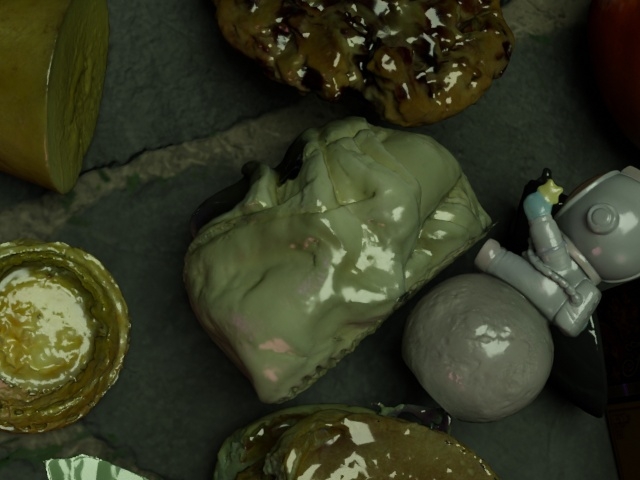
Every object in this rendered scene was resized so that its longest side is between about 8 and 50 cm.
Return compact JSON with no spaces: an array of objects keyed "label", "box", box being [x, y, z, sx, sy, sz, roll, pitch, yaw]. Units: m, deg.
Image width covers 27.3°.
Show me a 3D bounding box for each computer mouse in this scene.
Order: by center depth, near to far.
[{"label":"computer mouse","box":[0.236,0.056,1.367,0.088,0.147,0.264,-7,82,0]}]

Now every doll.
[{"label":"doll","box":[0.210,0.045,1.236,0.287,0.151,0.151,-43,95,6]}]

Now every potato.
[{"label":"potato","box":[-0.293,-0.157,1.222,0.158,0.178,0.203,11,90,5]}]

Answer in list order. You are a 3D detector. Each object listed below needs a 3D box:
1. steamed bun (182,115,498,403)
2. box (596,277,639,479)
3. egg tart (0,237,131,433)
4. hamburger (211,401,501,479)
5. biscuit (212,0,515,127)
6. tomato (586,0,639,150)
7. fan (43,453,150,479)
[{"label":"steamed bun","box":[0.000,0.000,1.238,0.206,0.275,0.320,49,31,9]},{"label":"box","box":[0.410,0.223,1.319,0.116,0.264,0.415,-8,81,-19]},{"label":"egg tart","box":[-0.264,0.087,1.218,0.191,0.074,0.191,3,80,-19]},{"label":"hamburger","box":[0.055,0.305,1.216,0.277,0.195,0.318,-2,82,-22]},{"label":"biscuit","box":[0.037,-0.251,1.325,0.289,0.081,0.334,-32,64,-34]},{"label":"tomato","box":[0.458,-0.207,1.422,0.321,0.321,0.321,4,77,-18]},{"label":"fan","box":[-0.179,0.298,1.236,0.131,0.009,0.240,-30,89,-24]}]
